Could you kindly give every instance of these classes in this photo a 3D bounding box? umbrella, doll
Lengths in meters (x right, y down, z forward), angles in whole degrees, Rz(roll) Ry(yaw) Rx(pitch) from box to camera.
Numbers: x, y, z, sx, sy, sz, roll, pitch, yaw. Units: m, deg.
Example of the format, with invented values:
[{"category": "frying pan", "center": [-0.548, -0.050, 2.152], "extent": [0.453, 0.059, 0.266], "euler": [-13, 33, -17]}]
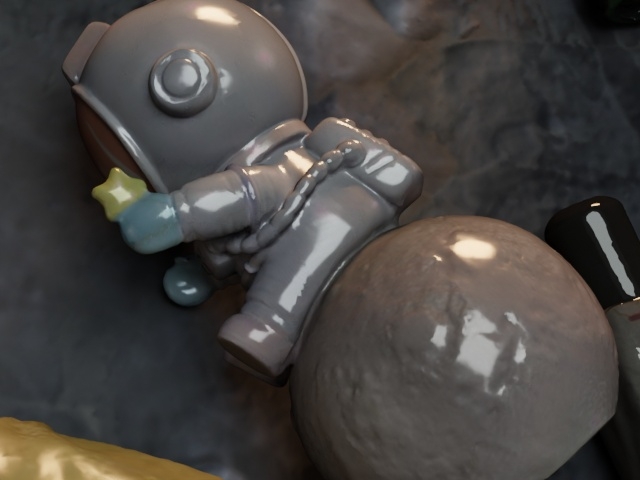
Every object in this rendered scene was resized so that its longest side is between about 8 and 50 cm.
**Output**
[{"category": "umbrella", "center": [0.188, 0.133, 0.902], "extent": [0.067, 0.073, 0.337], "euler": [-12, 69, -39]}, {"category": "doll", "center": [0.000, 0.000, 0.873], "extent": [0.151, 0.151, 0.287], "euler": [-39, 79, -25]}]

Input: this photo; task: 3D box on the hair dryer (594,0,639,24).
[{"category": "hair dryer", "center": [0.220, -0.173, 1.053], "extent": [0.198, 0.057, 0.100], "euler": [-8, 72, -23]}]

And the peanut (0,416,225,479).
[{"category": "peanut", "center": [-0.053, 0.177, 0.786], "extent": [0.319, 0.147, 0.147], "euler": [38, 64, 6]}]
